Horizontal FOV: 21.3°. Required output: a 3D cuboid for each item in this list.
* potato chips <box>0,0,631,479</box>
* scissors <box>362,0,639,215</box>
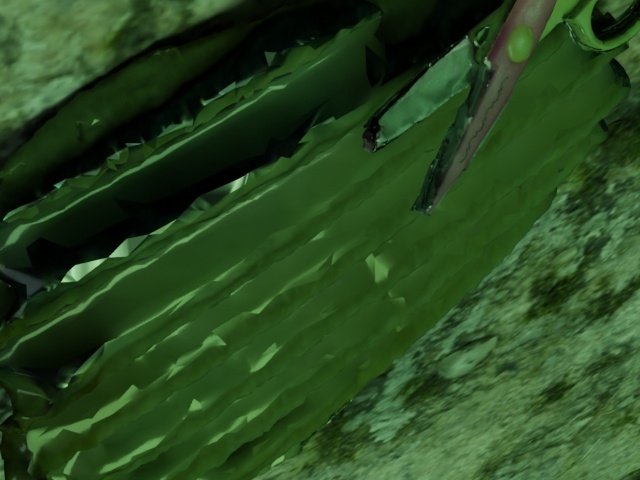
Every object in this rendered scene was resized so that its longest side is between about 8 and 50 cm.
[{"bbox_3d":[0.000,0.000,0.911,0.429,0.070,0.358,-36,149,-15],"label":"potato chips"},{"bbox_3d":[0.090,-0.098,0.810,0.187,0.020,0.133,-51,131,-13],"label":"scissors"}]
